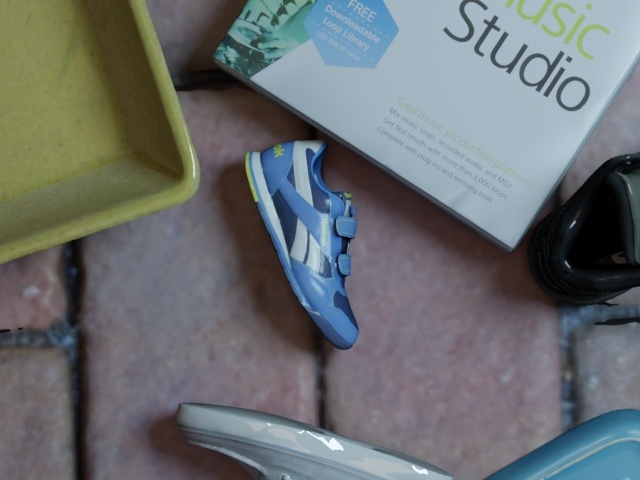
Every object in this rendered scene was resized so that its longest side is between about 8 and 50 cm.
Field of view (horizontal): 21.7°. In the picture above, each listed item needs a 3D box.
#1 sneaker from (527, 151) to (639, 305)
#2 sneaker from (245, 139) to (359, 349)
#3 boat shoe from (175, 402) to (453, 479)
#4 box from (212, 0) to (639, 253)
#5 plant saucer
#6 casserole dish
[{"bbox_3d":[0.236,-0.031,1.026,0.228,0.130,0.087,-27,88,1],"label":"sneaker"},{"bbox_3d":[0.000,0.000,1.083,0.059,0.053,0.144,-22,87,2],"label":"sneaker"},{"bbox_3d":[-0.009,0.152,1.077,0.184,0.066,0.063,17,88,-4],"label":"boat shoe"},{"bbox_3d":[0.114,-0.186,1.077,0.232,0.058,0.322,33,89,5],"label":"box"},{"bbox_3d":[-0.275,-0.131,1.097,0.333,0.081,0.332,-18,86,3],"label":"plant saucer"},{"bbox_3d":[0.164,0.187,1.070,0.188,0.037,0.114,-31,85,4],"label":"casserole dish"}]
